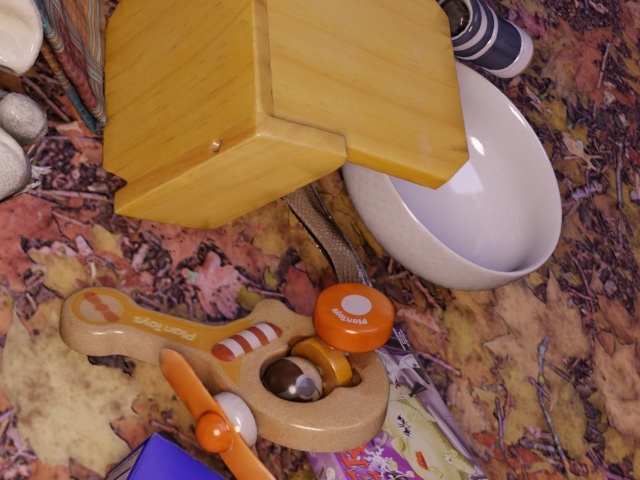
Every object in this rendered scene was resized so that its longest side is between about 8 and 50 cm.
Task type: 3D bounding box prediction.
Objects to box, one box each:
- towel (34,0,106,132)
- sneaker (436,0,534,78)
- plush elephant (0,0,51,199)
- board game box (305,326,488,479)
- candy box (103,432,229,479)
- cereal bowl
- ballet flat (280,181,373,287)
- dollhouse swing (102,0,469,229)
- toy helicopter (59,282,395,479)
[{"bbox_3d":[-0.298,-0.345,1.337,0.040,0.271,0.370,-11,64,4],"label":"towel"},{"bbox_3d":[0.160,-0.320,1.666,0.153,0.099,0.282,18,10,-44],"label":"sneaker"},{"bbox_3d":[-0.392,-0.133,1.102,0.255,0.272,0.330,63,15,-8],"label":"plush elephant"},{"bbox_3d":[0.075,0.228,1.313,0.208,0.056,0.347,4,41,-33],"label":"board game box"},{"bbox_3d":[-0.130,0.386,1.078,0.268,0.122,0.317,37,47,-15],"label":"candy box"},{"bbox_3d":[0.158,-0.078,1.587,0.339,0.141,0.339,20,54,-29],"label":"cereal bowl"},{"bbox_3d":[0.000,0.000,1.470,0.058,0.084,0.250,-27,82,-11],"label":"ballet flat"},{"bbox_3d":[-0.043,-0.182,1.421,0.305,0.315,0.347,26,49,-45],"label":"dollhouse swing"},{"bbox_3d":[-0.106,0.132,1.188,0.355,0.140,0.235,16,38,10],"label":"toy helicopter"}]
